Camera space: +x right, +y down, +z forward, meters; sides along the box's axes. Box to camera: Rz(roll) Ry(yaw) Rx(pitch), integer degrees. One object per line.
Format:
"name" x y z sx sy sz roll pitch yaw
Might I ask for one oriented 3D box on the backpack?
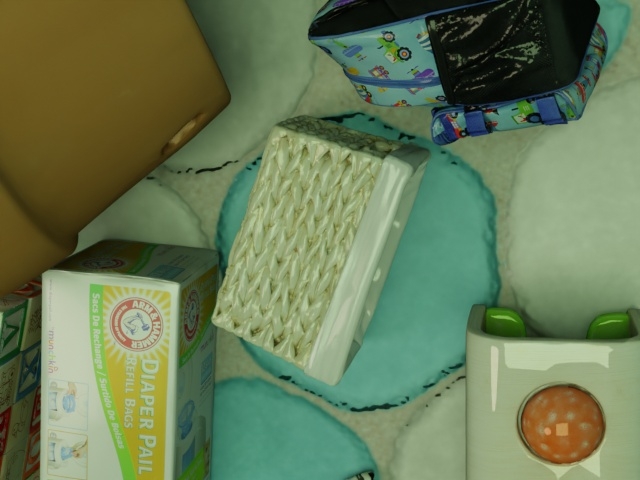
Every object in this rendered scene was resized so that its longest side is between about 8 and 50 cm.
"backpack" 0.087 -0.137 0.722 0.173 0.158 0.116 -9 118 26

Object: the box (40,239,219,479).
"box" -0.143 0.110 0.831 0.103 0.114 0.203 5 101 9

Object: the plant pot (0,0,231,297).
"plant pot" -0.192 -0.134 0.724 0.204 0.291 0.290 -27 95 -3

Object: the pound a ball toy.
"pound a ball toy" 0.206 0.167 0.767 0.208 0.136 0.319 1 102 10

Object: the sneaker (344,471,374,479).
"sneaker" 0.048 0.220 0.859 0.037 0.032 0.083 -35 94 15

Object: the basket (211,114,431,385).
"basket" 0.000 0.000 0.783 0.103 0.113 0.167 20 104 8

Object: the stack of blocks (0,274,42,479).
"stack of blocks" -0.284 0.172 0.840 0.087 0.171 0.297 15 103 7
